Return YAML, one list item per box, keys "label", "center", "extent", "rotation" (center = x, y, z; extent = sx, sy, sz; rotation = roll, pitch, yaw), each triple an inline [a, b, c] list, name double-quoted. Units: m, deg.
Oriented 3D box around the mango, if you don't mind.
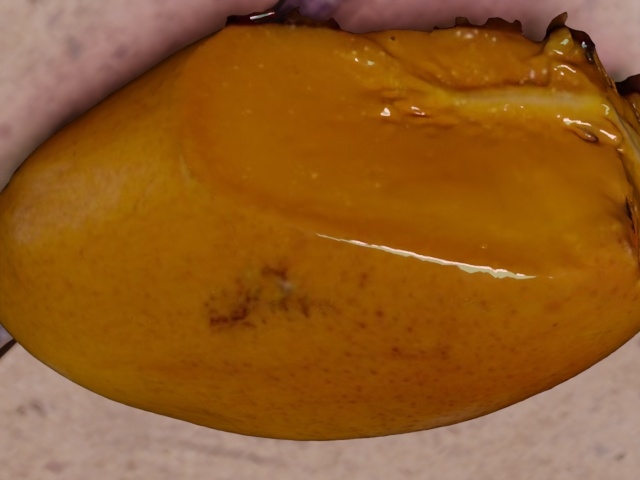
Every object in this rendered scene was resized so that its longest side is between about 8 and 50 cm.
- label: "mango"
  center: [0.000, 0.000, 0.637]
  extent: [0.252, 0.126, 0.154]
  rotation: [-8, 143, 8]
